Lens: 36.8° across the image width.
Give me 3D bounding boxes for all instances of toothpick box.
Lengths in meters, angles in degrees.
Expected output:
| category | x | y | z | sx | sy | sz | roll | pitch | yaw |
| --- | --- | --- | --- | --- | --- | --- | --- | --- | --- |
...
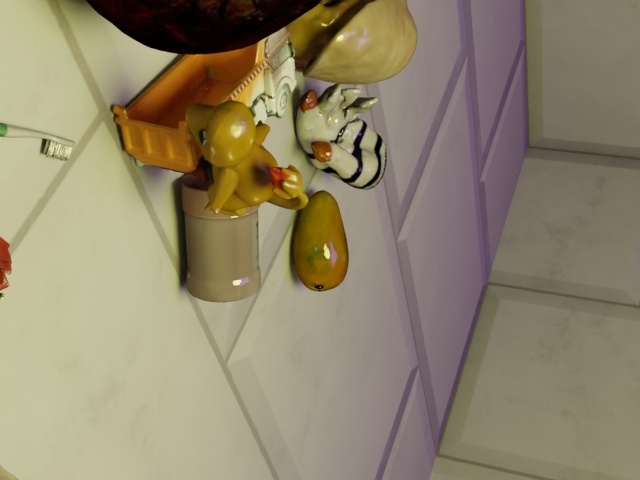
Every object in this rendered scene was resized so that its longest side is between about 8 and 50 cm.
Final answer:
| category | x | y | z | sx | sy | sz | roll | pitch | yaw |
| --- | --- | --- | --- | --- | --- | --- | --- | --- | --- |
| toothpick box | -0.125 | -0.008 | 1.219 | 0.098 | 0.099 | 0.148 | -43 | 138 | -59 |

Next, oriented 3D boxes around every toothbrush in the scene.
| category | x | y | z | sx | sy | sz | roll | pitch | yaw |
| --- | --- | --- | --- | --- | --- | --- | --- | --- | --- |
| toothbrush | -0.294 | -0.101 | 0.847 | 0.257 | 0.018 | 0.024 | 16 | 89 | -70 |

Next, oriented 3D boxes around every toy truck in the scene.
| category | x | y | z | sx | sy | sz | roll | pitch | yaw |
| --- | --- | --- | --- | --- | --- | --- | --- | --- | --- |
| toy truck | -0.126 | -0.172 | 1.141 | 0.270 | 0.114 | 0.135 | -56 | 152 | -45 |

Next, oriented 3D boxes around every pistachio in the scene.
| category | x | y | z | sx | sy | sz | roll | pitch | yaw |
| --- | --- | --- | --- | --- | --- | --- | --- | --- | --- |
| pistachio | 0.034 | -0.311 | 1.429 | 0.299 | 0.188 | 0.187 | -25 | 122 | -59 |

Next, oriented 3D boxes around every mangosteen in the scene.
| category | x | y | z | sx | sy | sz | roll | pitch | yaw |
| --- | --- | --- | --- | --- | --- | --- | --- | --- | --- |
| mangosteen | -0.107 | -0.328 | 0.888 | 0.297 | 0.297 | 0.293 | 31 | 40 | -68 |

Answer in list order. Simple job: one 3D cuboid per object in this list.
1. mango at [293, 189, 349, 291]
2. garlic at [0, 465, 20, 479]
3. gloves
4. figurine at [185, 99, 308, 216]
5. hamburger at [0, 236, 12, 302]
| category | x | y | z | sx | sy | sz | roll | pitch | yaw |
| --- | --- | --- | --- | --- | --- | --- | --- | --- | --- |
| mango | -0.001 | 0.003 | 1.578 | 0.111 | 0.090 | 0.163 | -54 | 138 | -72 |
| garlic | -0.324 | 0.342 | 0.786 | 0.246 | 0.231 | 0.339 | 26 | 47 | -24 |
| gloves | 0.026 | -0.174 | 1.548 | 0.219 | 0.131 | 0.140 | 38 | 78 | -40 |
| figurine | -0.072 | -0.082 | 1.011 | 0.121 | 0.122 | 0.176 | -58 | 157 | -16 |
| hamburger | -0.309 | 0.047 | 0.685 | 0.175 | 0.175 | 0.136 | -57 | 166 | -48 |
